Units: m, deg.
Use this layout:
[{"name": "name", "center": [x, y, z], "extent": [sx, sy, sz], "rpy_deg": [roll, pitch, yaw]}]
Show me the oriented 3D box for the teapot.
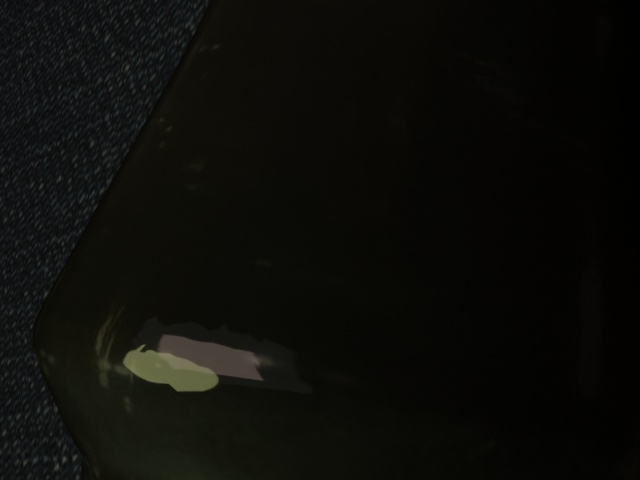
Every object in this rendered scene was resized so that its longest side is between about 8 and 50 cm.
[{"name": "teapot", "center": [0.059, -0.039, 0.700], "extent": [0.376, 0.305, 0.362], "rpy_deg": [42, -119, -81]}]
